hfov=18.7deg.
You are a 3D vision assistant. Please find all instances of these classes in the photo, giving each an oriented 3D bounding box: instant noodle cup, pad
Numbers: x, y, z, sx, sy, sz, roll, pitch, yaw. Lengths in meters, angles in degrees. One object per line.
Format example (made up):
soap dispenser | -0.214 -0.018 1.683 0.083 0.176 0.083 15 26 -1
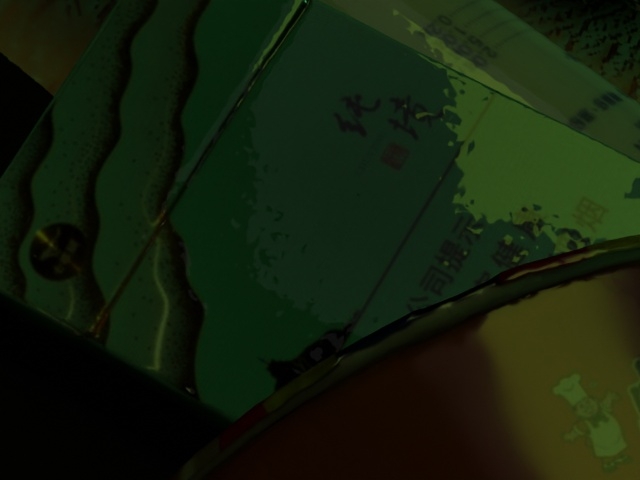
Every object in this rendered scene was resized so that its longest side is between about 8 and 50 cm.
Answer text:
instant noodle cup | 0.079 0.146 0.540 0.250 0.250 0.192 -6 54 -35
pad | -0.151 -0.011 0.781 0.300 0.005 0.202 38 38 16

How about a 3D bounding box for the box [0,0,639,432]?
box | -0.001 0.000 0.727 0.229 0.041 0.162 29 75 12

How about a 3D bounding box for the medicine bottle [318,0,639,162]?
medicine bottle | 0.092 -0.009 0.815 0.341 0.130 0.130 38 38 16

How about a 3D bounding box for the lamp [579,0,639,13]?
lamp | 0.203 -0.219 1.087 0.223 0.196 0.223 52 5 -7
